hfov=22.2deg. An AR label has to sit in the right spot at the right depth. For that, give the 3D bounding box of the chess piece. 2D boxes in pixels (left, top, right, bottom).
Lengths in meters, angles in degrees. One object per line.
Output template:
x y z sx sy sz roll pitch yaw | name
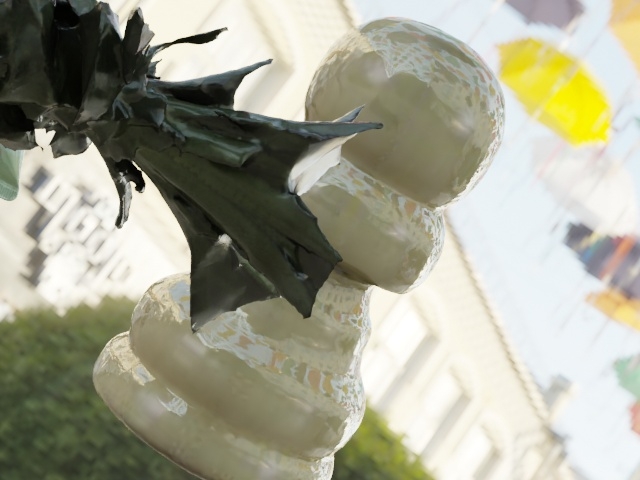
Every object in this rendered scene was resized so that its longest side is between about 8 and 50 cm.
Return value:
0.000 0.000 1.016 0.167 0.300 0.167 30 7 -4 | chess piece

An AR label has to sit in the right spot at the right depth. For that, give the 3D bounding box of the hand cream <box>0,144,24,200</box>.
-0.341 -0.202 1.719 0.147 0.306 0.093 27 -29 -27 | hand cream

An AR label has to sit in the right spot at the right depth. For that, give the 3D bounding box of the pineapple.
-0.110 -0.060 0.636 0.277 0.130 0.119 29 22 -22 | pineapple
